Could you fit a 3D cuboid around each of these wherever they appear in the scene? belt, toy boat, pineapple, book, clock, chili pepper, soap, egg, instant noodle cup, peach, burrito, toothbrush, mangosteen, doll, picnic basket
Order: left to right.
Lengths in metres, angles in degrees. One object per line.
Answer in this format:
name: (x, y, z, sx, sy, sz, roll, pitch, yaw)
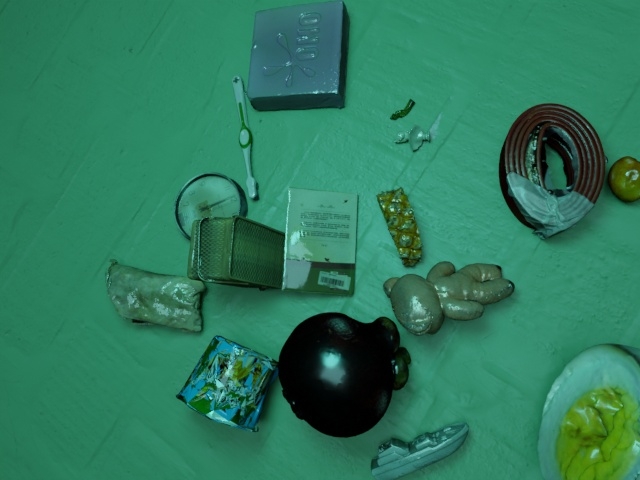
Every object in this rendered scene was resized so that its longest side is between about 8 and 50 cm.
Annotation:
burrito: (-0.494, 0.166, 1.374, 0.348, 0.107, 0.175, 11, 69, 14)
clock: (-0.330, -0.093, 1.405, 0.226, 0.049, 0.225, -3, 80, 15)
instant noodle cup: (-0.228, 0.360, 1.214, 0.240, 0.240, 0.178, 20, 76, 17)
picnic basket: (-0.206, 0.040, 1.235, 0.139, 0.267, 0.165, -3, 77, 31)
toothbrush: (-0.229, -0.319, 1.425, 0.042, 0.040, 0.417, -14, 77, 13)
soap: (-0.064, -0.538, 1.393, 0.286, 0.107, 0.296, -1, 79, 16)
book: (0.000, 0.000, 1.285, 0.202, 0.026, 0.289, 5, 79, -5)
mangosteen: (0.056, 0.300, 1.113, 0.313, 0.297, 0.297, -37, 74, 9)
pineapple: (0.208, -0.048, 1.218, 0.080, 0.135, 0.233, -20, 74, 9)
chili pepper: (0.233, -0.366, 1.330, 0.083, 0.022, 0.027, -39, 107, 4)
toy boat: (0.238, 0.499, 1.138, 0.261, 0.078, 0.085, -28, 89, 10)
doll: (0.321, 0.152, 1.171, 0.304, 0.156, 0.201, -10, 35, -6)
belt: (0.567, -0.168, 1.161, 0.228, 0.115, 0.323, -7, 79, 13)
peach: (0.737, -0.145, 1.127, 0.101, 0.101, 0.100, -3, 79, 14)
egg: (0.668, 0.418, 0.919, 0.340, 0.354, 0.354, 23, 86, 0)

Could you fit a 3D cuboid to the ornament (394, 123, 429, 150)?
ornament: (0.255, -0.285, 1.298, 0.092, 0.041, 0.068, 26, 110, 6)
